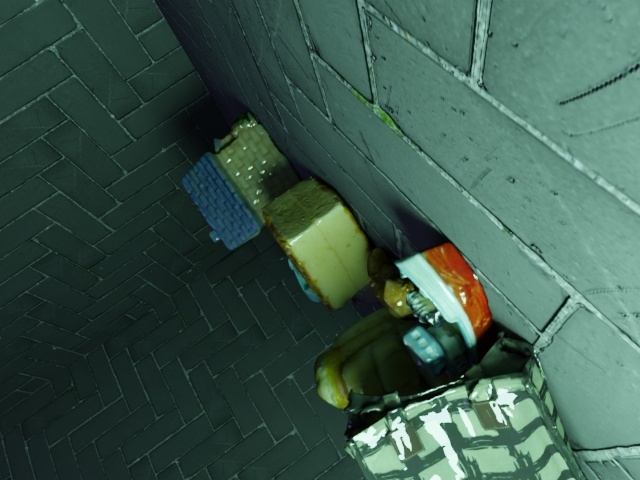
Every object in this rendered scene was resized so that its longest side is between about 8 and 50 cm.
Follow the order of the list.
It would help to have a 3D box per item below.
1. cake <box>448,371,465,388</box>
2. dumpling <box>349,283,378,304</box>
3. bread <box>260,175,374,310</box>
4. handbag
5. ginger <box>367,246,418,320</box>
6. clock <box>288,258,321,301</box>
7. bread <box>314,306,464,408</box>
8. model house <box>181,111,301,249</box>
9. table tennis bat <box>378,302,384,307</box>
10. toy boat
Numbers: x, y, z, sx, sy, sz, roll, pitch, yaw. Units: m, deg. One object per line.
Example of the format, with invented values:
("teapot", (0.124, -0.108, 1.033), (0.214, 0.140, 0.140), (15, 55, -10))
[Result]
("cake", (0.317, 0.455, 1.284), (0.308, 0.237, 0.230), (53, 179, -17))
("dumpling", (0.141, 0.144, 1.403), (0.188, 0.127, 0.108), (58, -173, -68))
("bread", (0.000, 0.000, 1.293), (0.279, 0.207, 0.279), (56, 176, -30))
("handbag", (0.234, 0.344, 0.750), (0.326, 0.326, 0.162), (59, -169, -25))
("ginger", (0.167, 0.102, 1.003), (0.133, 0.107, 0.309), (37, -177, -7))
("clock", (0.000, 0.052, 1.524), (0.274, 0.224, 0.094), (52, 174, 34))
("bread", (0.158, 0.296, 1.072), (0.210, 0.342, 0.300), (62, 169, -7))
("model house", (-0.316, -0.202, 1.800), (0.395, 0.400, 0.445), (52, 176, -4))
("table tennis bat", (0.216, 0.216, 1.799), (0.131, 0.022, 0.234), (58, 175, -30))
("toy boat", (0.193, 0.126, 0.772), (0.145, 0.133, 0.331), (50, 173, 47))
